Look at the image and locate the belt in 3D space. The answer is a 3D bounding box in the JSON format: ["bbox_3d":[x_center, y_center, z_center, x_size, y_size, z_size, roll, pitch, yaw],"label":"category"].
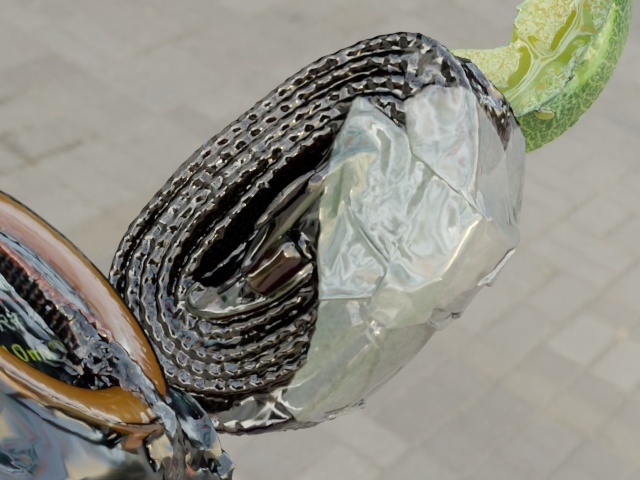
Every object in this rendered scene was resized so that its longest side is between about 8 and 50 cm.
[{"bbox_3d":[0.000,0.000,1.001,0.184,0.289,0.164,50,10,20],"label":"belt"}]

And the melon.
[{"bbox_3d":[0.151,-0.142,1.158,0.118,0.209,0.064,27,-3,19],"label":"melon"}]

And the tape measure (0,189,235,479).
[{"bbox_3d":[-0.158,0.065,0.696,0.223,0.135,0.202,49,18,16],"label":"tape measure"}]
